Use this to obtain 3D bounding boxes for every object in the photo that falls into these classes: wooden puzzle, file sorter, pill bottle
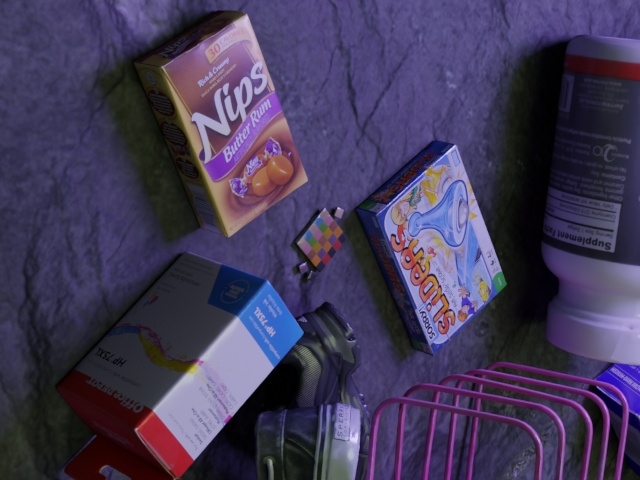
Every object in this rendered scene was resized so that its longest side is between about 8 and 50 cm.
[{"bbox_3d":[0.000,0.000,1.469,0.083,0.006,0.049,-52,129,-18],"label":"wooden puzzle"},{"bbox_3d":[0.195,0.245,1.522,0.290,0.202,0.182,-5,102,-61],"label":"file sorter"},{"bbox_3d":[0.371,-0.051,1.645,0.210,0.210,0.363,-3,104,-41],"label":"pill bottle"}]

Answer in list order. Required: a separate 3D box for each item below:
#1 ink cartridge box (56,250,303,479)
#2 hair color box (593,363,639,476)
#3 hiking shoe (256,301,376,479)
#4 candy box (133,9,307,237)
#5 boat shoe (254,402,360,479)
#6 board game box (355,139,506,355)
[{"bbox_3d":[-0.143,0.127,1.289,0.231,0.134,0.078,-48,129,-22],"label":"ink cartridge box"},{"bbox_3d":[0.545,0.172,1.866,0.339,0.110,0.185,-37,124,-10],"label":"hair color box"},{"bbox_3d":[-0.012,0.174,1.467,0.114,0.086,0.227,-17,117,-15],"label":"hiking shoe"},{"bbox_3d":[-0.092,-0.111,1.329,0.109,0.053,0.187,-37,122,-28],"label":"candy box"},{"bbox_3d":[-0.028,0.291,1.449,0.121,0.119,0.335,-78,175,-56],"label":"boat shoe"},{"bbox_3d":[0.127,0.009,1.563,0.136,0.035,0.201,-42,125,-26],"label":"board game box"}]
